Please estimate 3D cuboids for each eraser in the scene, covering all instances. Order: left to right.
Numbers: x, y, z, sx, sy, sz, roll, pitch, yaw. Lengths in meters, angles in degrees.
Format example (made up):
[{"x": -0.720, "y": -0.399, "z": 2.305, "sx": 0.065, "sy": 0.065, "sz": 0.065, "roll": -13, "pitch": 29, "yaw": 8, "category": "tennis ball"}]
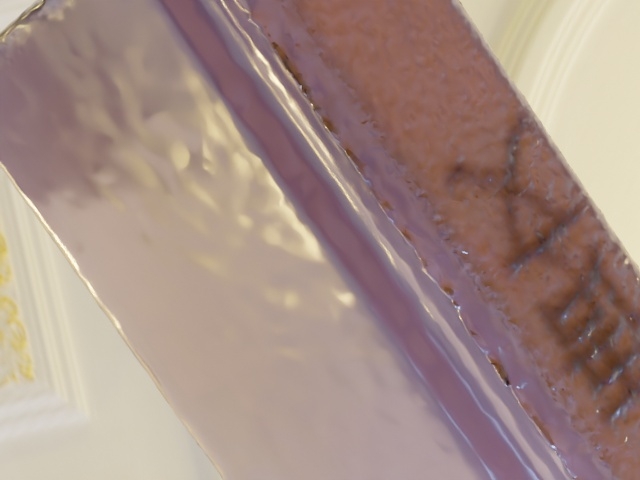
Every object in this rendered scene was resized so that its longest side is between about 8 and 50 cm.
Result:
[{"x": 0.000, "y": 0.000, "z": 0.900, "sx": 0.122, "sy": 0.272, "sz": 0.359, "roll": -39, "pitch": -82, "yaw": -37, "category": "eraser"}]
